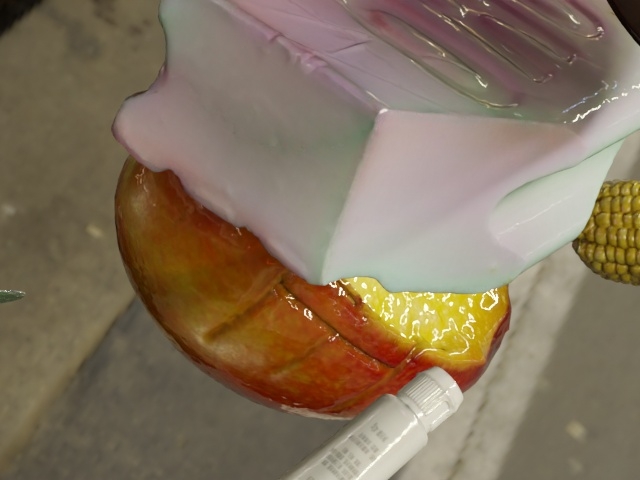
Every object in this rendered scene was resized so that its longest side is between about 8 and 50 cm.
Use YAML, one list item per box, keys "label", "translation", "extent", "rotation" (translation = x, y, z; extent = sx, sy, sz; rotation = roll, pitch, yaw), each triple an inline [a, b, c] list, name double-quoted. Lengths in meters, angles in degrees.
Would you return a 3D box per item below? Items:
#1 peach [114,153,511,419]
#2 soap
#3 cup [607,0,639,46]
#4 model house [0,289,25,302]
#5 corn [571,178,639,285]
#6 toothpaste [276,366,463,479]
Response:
- label: "peach"
  translation: [0.000, 0.000, 1.237]
  extent: [0.274, 0.245, 0.248]
  rotation: [48, 65, -7]
- label: "soap"
  translation: [0.065, -0.077, 0.990]
  extent: [0.193, 0.109, 0.324]
  rotation: [36, 30, 18]
- label: "cup"
  translation: [0.248, -0.178, 0.859]
  extent: [0.196, 0.196, 0.280]
  rotation: [43, 38, 10]
- label: "model house"
  translation: [-0.440, 0.028, 2.185]
  extent: [0.167, 0.117, 0.088]
  rotation: [6, 75, -46]
- label: "corn"
  translation: [0.281, 0.001, 1.294]
  extent: [0.238, 0.080, 0.080]
  rotation: [7, 24, 29]
- label: "toothpaste"
  translation: [-0.011, 0.124, 0.845]
  extent: [0.190, 0.031, 0.048]
  rotation: [-39, 60, -17]
